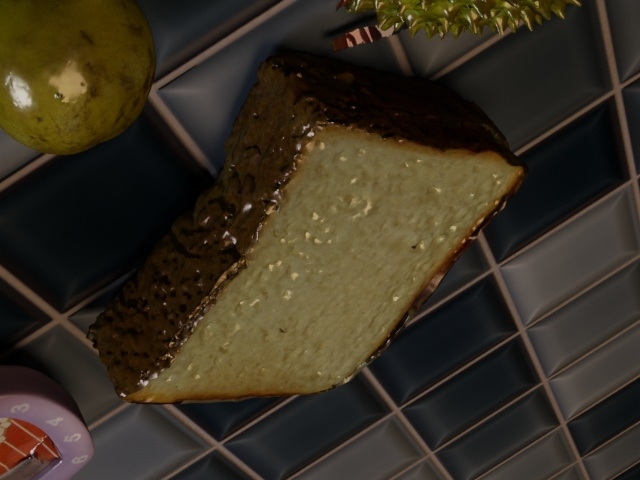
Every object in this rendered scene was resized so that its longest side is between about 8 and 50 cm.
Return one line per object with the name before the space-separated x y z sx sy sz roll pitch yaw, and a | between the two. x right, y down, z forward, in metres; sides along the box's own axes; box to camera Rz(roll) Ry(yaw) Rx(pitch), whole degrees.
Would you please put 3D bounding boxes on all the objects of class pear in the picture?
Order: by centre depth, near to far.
pear | -0.148 -0.104 0.719 0.107 0.107 0.131 -21 138 -17

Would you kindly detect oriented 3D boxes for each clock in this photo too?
clock | -0.269 0.163 1.013 0.172 0.064 0.198 -5 139 -36

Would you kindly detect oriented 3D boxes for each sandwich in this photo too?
sandwich | 0.000 0.000 0.991 0.271 0.099 0.301 3 131 -49

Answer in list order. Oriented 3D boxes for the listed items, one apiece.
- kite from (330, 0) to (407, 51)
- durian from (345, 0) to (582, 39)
kite | 0.116 -0.200 0.893 0.245 0.015 0.141 -23 146 -20
durian | 0.087 -0.213 0.718 0.237 0.176 0.200 -19 127 0
